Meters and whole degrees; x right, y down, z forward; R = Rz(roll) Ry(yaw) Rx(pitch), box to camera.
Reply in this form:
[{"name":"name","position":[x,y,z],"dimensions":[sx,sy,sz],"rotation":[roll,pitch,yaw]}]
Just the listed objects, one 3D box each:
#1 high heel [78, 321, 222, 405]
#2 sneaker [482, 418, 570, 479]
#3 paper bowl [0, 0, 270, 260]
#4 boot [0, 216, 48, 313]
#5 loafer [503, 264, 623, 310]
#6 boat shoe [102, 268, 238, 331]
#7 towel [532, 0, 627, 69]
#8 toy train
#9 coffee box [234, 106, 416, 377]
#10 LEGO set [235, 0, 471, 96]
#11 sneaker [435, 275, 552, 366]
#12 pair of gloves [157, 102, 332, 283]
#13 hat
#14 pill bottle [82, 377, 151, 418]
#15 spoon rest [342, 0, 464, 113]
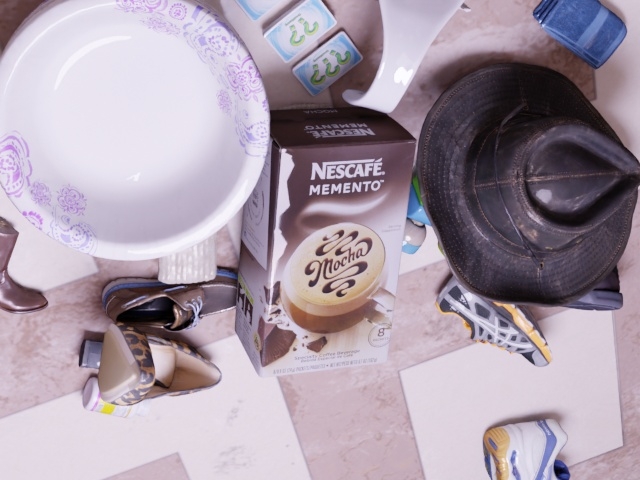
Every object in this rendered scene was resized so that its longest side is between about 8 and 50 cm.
[{"name":"high heel","position":[-0.177,0.156,1.373],"dimensions":[0.186,0.261,0.093],"rotation":[12,86,-22]},{"name":"sneaker","position":[0.334,0.406,1.782],"dimensions":[0.130,0.112,0.297],"rotation":[-14,127,-10]},{"name":"paper bowl","position":[-0.200,-0.132,1.195],"dimensions":[0.284,0.148,0.284],"rotation":[-3,110,-9]},{"name":"boot","position":[-0.365,0.028,1.344],"dimensions":[0.106,0.037,0.114],"rotation":[6,116,-25]},{"name":"loafer","position":[0.299,0.031,1.499],"dimensions":[0.302,0.109,0.095],"rotation":[14,77,-46]},{"name":"boat shoe","position":[-0.177,0.083,1.421],"dimensions":[0.183,0.066,0.066],"rotation":[-7,125,-14]},{"name":"towel","position":[0.317,-0.261,1.379],"dimensions":[0.119,0.029,0.067],"rotation":[28,110,-31]},{"name":"toy train","position":[0.211,-0.021,1.468],"dimensions":[0.248,0.105,0.143],"rotation":[20,125,-29]},{"name":"coffee box","position":[0.000,0.000,1.343],"dimensions":[0.168,0.119,0.297],"rotation":[-5,118,-20]},{"name":"LEGO set","position":[0.048,-0.279,1.262],"dimensions":[0.244,0.060,0.182],"rotation":[-36,130,7]},{"name":"sneaker","position":[0.242,0.112,1.577],"dimensions":[0.083,0.084,0.215],"rotation":[-41,116,13]},{"name":"pair of gloves","position":[-0.096,-0.059,1.369],"dimensions":[0.240,0.042,0.204],"rotation":[-14,121,-16]},{"name":"hat","position":[0.282,-0.074,1.335],"dimensions":[0.331,0.134,0.332],"rotation":[5,80,-29]},{"name":"pill bottle","position":[-0.266,0.208,1.490],"dimensions":[0.083,0.043,0.043],"rotation":[17,116,-28]},{"name":"spoon rest","position":[0.099,-0.260,1.222],"dimensions":[0.137,0.084,0.276],"rotation":[11,115,-17]}]
